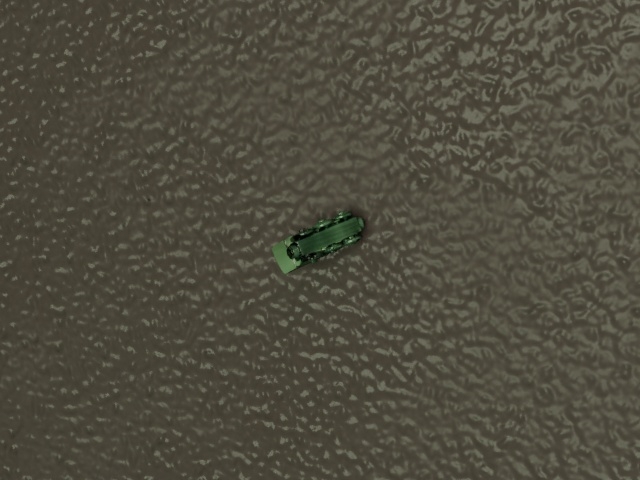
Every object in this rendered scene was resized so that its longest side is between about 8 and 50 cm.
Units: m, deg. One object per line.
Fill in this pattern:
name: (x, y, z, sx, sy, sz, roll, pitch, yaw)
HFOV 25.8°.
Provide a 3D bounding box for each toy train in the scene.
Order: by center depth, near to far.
toy train: (0.000, 0.000, 1.282, 0.053, 0.083, 0.033, -28, 86, 61)
